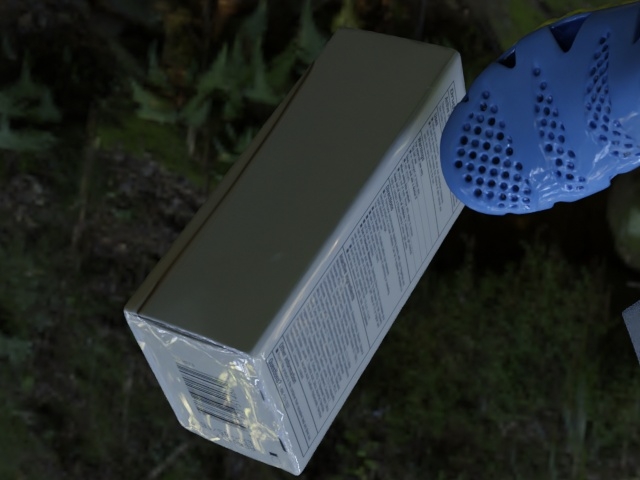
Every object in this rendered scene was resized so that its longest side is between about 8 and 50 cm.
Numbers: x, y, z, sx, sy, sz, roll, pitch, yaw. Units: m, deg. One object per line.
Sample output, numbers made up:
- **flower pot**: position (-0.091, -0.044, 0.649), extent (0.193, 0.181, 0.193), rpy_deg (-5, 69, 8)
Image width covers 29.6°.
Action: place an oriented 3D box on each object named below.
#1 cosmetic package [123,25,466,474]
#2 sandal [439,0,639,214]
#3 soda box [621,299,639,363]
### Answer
- **cosmetic package**: position (0.000, 0.000, 0.919), extent (0.113, 0.309, 0.160), rpy_deg (17, 145, 26)
- **sandal**: position (0.213, -0.107, 0.789), extent (0.317, 0.126, 0.138), rpy_deg (-28, -175, 25)
- **soda box**: position (0.314, 0.015, 0.665), extent (0.091, 0.098, 0.286), rpy_deg (37, 119, -27)
